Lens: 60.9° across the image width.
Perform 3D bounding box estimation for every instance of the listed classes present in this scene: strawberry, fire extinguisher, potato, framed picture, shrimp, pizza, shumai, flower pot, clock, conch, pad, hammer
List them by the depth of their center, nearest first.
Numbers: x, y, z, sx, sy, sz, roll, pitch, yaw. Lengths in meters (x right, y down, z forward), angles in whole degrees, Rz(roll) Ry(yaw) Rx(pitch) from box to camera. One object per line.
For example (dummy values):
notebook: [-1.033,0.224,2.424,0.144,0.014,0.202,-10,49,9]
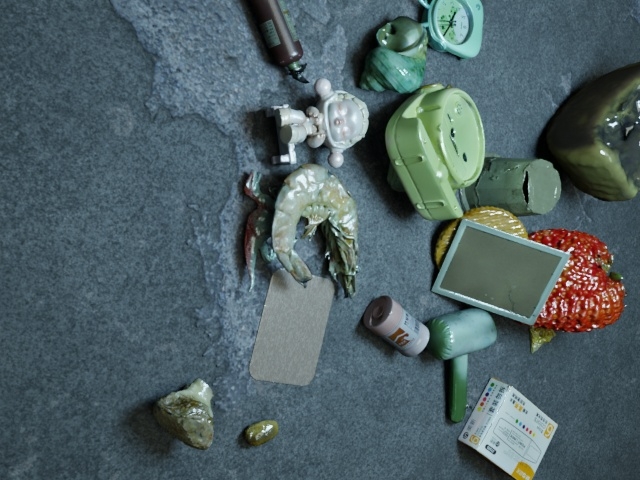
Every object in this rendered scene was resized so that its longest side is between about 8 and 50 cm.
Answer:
shumai: [-0.270,0.349,1.130,0.145,0.146,0.116,55,50,-21]
fire extinguisher: [-0.082,-0.447,1.180,0.071,0.099,0.231,-29,106,-20]
shrimp: [0.000,0.000,1.240,0.247,0.085,0.360,-39,122,-30]
potato: [-0.135,0.441,1.250,0.083,0.040,0.051,-13,105,-26]
pad: [-0.065,0.208,1.293,0.176,0.002,0.266,16,86,-29]
conch: [0.180,-0.435,1.316,0.188,0.122,0.175,-36,89,-24]
clock: [0.307,-0.247,1.357,0.286,0.117,0.348,57,49,-29]
clock: [0.329,-0.569,1.418,0.211,0.066,0.159,5,91,-29]
framed picture: [0.473,0.085,1.446,0.293,0.018,0.231,19,113,2]
flower pot: [0.519,-0.146,1.483,0.212,0.203,0.212,-1,93,-25]
hammer: [0.384,0.357,1.502,0.207,0.119,0.335,-9,104,-26]
strawberry: [0.668,0.125,1.577,0.351,0.267,0.311,-11,71,1]
pizza: [0.693,0.310,1.709,0.123,0.026,0.108,27,83,-28]

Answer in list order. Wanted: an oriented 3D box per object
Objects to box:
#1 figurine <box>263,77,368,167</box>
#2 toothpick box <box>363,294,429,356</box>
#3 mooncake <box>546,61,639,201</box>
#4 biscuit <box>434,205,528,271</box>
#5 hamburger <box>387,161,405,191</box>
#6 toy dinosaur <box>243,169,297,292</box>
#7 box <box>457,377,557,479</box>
figurine: [0.008,-0.256,1.233,0.257,0.144,0.181,-13,80,-25]
toothpick box: [0.193,0.218,1.383,0.149,0.098,0.098,39,75,-26]
mooncake: [0.873,-0.314,1.552,0.246,0.394,0.393,44,33,-27]
biscuit: [0.435,0.022,1.472,0.254,0.035,0.253,0,116,0]
hamburger: [0.222,-0.179,1.398,0.084,0.054,0.121,17,87,-34]
toy dinosaur: [-0.139,-0.012,1.208,0.167,0.053,0.242,33,78,-26]
box: [0.562,0.570,1.618,0.274,0.091,0.220,38,77,-25]
